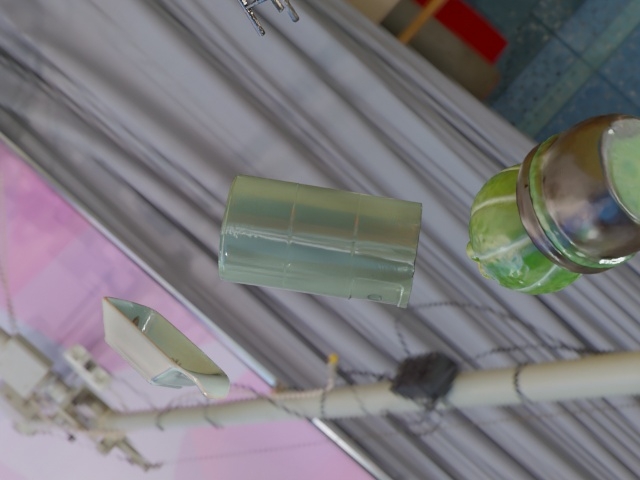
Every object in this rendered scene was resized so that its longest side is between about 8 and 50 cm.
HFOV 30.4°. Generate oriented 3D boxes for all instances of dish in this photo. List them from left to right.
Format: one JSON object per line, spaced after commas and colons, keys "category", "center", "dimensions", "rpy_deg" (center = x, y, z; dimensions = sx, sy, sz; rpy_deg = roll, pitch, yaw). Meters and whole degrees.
{"category": "dish", "center": [-0.247, 0.184, 1.843], "dimensions": [0.064, 0.234, 0.154], "rpy_deg": [-55, 153, 5]}

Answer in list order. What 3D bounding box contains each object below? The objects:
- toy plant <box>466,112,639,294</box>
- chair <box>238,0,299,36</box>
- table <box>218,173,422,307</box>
{"category": "toy plant", "center": [0.155, -0.017, 0.766], "dimensions": [0.093, 0.093, 0.162], "rpy_deg": [-49, -171, -32]}
{"category": "chair", "center": [-0.105, -0.439, 1.838], "dimensions": [0.084, 0.212, 0.101], "rpy_deg": [-17, -151, 33]}
{"category": "table", "center": [0.000, 0.000, 1.361], "dimensions": [0.126, 0.220, 0.126], "rpy_deg": [8, 90, -89]}
